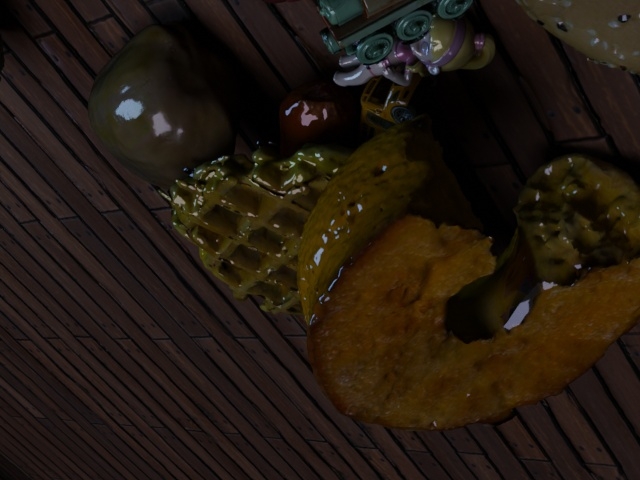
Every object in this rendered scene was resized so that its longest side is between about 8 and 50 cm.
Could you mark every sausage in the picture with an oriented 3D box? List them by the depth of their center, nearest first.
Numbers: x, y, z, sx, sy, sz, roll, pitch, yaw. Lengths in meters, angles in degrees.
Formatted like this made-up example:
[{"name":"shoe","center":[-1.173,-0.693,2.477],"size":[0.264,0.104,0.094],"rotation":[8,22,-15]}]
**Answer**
[{"name":"sausage","center":[-0.012,-0.090,1.334],"size":[0.097,0.094,0.348],"rotation":[14,151,1]}]

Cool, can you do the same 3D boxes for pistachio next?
[{"name":"pistachio","center":[-0.207,-0.156,1.339],"size":[0.260,0.163,0.212],"rotation":[-21,88,53]}]

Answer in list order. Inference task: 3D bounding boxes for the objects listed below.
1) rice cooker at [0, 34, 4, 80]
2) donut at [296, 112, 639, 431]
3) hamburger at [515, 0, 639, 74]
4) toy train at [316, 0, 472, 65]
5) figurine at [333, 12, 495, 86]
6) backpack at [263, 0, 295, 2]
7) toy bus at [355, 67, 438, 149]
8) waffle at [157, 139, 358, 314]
[{"name":"rice cooker","center":[-0.561,-0.288,1.369],"size":[0.281,0.241,0.227],"rotation":[-16,142,2]},{"name":"donut","center":[0.149,0.048,1.151],"size":[0.435,0.163,0.377],"rotation":[10,131,-32]},{"name":"hamburger","center":[0.288,-0.263,0.780],"size":[0.318,0.195,0.277],"rotation":[-1,135,42]},{"name":"toy train","center":[0.075,-0.248,1.002],"size":[0.074,0.176,0.118],"rotation":[64,180,28]},{"name":"figurine","center":[0.099,-0.203,1.123],"size":[0.187,0.083,0.083],"rotation":[-11,129,38]},{"name":"backpack","center":[-0.052,-0.330,0.997],"size":[0.229,0.139,0.229],"rotation":[21,143,17]},{"name":"toy bus","center":[0.084,-0.141,1.213],"size":[0.074,0.069,0.162],"rotation":[24,148,11]},{"name":"waffle","center":[0.000,0.000,1.312],"size":[0.380,0.095,0.382],"rotation":[-2,148,23]}]
